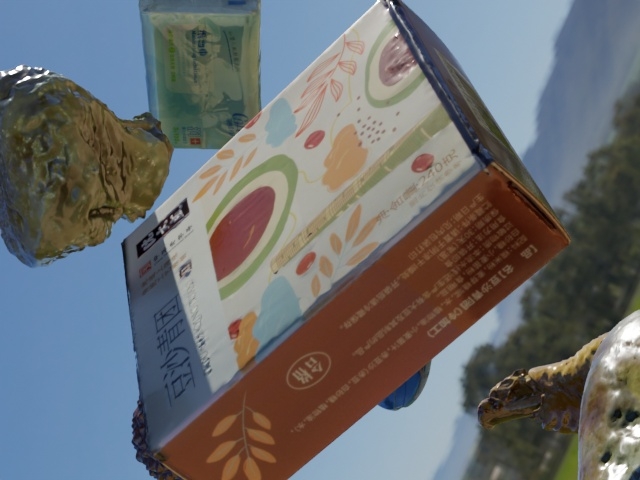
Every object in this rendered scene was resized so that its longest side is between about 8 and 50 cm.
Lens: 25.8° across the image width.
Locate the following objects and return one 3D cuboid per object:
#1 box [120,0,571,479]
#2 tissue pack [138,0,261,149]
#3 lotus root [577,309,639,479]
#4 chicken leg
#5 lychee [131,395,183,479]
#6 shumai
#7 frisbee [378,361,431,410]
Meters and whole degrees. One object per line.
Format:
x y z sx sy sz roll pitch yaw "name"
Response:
0.000 0.000 1.296 0.385 0.122 0.344 -42 31 14 "box"
-0.174 -0.251 2.071 0.263 0.177 0.089 92 178 -47 "tissue pack"
0.326 0.202 1.098 0.346 0.250 0.250 -65 -4 -65 "lotus root"
0.415 0.221 1.876 0.295 0.409 0.182 37 -134 -47 "chicken leg"
-0.140 0.224 1.841 0.238 0.200 0.200 -39 -14 -6 "lychee"
-0.265 -0.088 1.585 0.261 0.221 0.225 -135 41 -66 "shumai"
0.065 0.087 1.684 0.045 0.242 0.242 -7 -44 -24 "frisbee"
